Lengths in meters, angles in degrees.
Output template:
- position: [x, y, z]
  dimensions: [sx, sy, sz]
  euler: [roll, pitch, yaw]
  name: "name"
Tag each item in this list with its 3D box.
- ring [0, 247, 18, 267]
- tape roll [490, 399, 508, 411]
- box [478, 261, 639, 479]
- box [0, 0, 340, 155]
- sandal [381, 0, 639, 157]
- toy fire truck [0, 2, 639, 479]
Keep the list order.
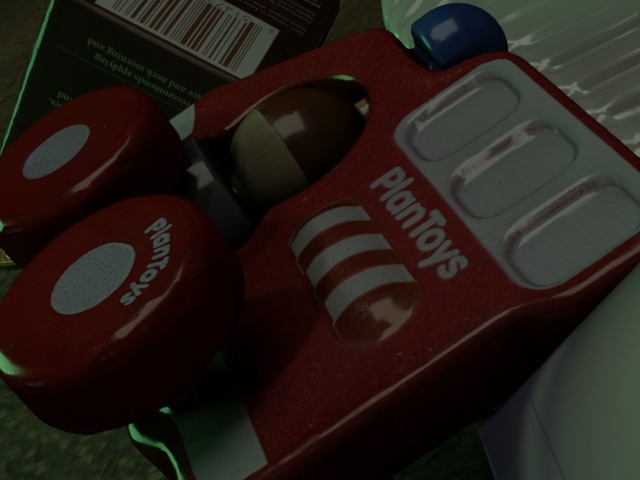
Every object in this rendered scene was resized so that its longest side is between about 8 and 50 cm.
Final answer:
- position: [-0.203, -0.085, 1.251]
  dimensions: [0.336, 0.032, 0.337]
  euler: [-20, 28, 11]
  name: "ring"
- position: [0.094, -0.021, 0.808]
  dimensions: [0.286, 0.100, 0.286]
  euler: [-20, 27, 10]
  name: "tape roll"
- position: [0.220, 0.071, 0.327]
  dimensions: [0.294, 0.182, 0.296]
  euler: [-50, 21, 17]
  name: "box"
- position: [-0.114, -0.098, 0.950]
  dimensions: [0.203, 0.168, 0.167]
  euler: [-60, 5, 37]
  name: "box"
- position: [0.140, -0.107, 0.717]
  dimensions: [0.169, 0.102, 0.416]
  euler: [-35, 37, 14]
  name: "sandal"
- position: [0.000, 0.000, 0.596]
  dimensions: [0.254, 0.169, 0.302]
  euler: [-32, 32, 2]
  name: "toy fire truck"
